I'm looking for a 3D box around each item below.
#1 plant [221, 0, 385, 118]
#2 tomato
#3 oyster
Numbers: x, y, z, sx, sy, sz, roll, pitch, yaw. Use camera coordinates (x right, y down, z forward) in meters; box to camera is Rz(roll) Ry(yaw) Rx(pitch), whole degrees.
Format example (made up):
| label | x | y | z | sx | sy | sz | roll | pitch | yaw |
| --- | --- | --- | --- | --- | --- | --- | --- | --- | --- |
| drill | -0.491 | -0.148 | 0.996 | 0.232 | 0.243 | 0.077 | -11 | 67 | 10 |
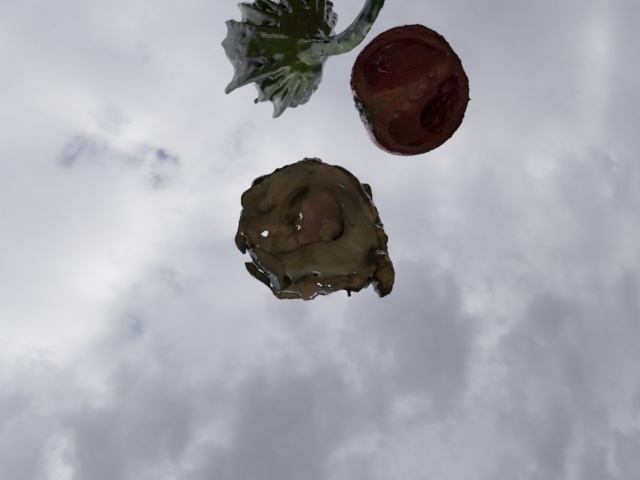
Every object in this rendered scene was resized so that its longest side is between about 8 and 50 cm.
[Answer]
| label | x | y | z | sx | sy | sz | roll | pitch | yaw |
| --- | --- | --- | --- | --- | --- | --- | --- | --- | --- |
| plant | -0.039 | -0.291 | 0.932 | 0.180 | 0.333 | 0.251 | 5 | -75 | -16 |
| tomato | 0.131 | -0.225 | 0.996 | 0.173 | 0.099 | 0.189 | -25 | -85 | -5 |
| oyster | 0.000 | 0.000 | 0.657 | 0.191 | 0.081 | 0.163 | 48 | -114 | -14 |
